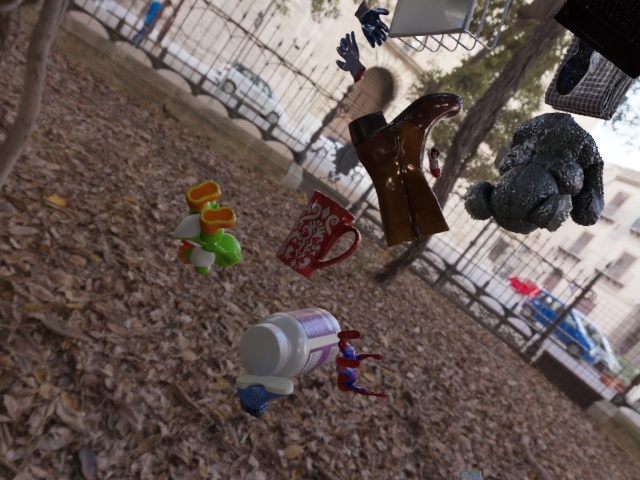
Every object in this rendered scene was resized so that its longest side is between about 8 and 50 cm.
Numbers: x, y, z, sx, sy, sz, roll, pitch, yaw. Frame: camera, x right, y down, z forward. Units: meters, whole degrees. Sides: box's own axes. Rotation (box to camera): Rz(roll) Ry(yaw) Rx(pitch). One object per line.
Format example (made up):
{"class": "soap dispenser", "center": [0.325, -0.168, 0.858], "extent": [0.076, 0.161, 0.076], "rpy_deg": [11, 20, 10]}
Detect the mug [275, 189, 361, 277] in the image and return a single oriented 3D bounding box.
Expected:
{"class": "mug", "center": [-0.008, -0.005, 1.018], "extent": [0.113, 0.169, 0.150], "rpy_deg": [36, -1, -34]}

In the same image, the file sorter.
{"class": "file sorter", "center": [0.374, -0.667, 1.375], "extent": [0.173, 0.193, 0.277], "rpy_deg": [11, 8, -42]}

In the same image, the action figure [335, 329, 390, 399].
{"class": "action figure", "center": [0.100, 0.285, 1.049], "extent": [0.138, 0.092, 0.280], "rpy_deg": [5, -28, 3]}

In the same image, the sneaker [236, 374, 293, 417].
{"class": "sneaker", "center": [-0.121, 0.351, 1.042], "extent": [0.152, 0.085, 0.058], "rpy_deg": [-4, 5, 29]}

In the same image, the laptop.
{"class": "laptop", "center": [0.600, -0.432, 0.937], "extent": [0.234, 0.136, 0.264], "rpy_deg": [42, -14, 6]}

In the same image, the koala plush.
{"class": "koala plush", "center": [0.364, -0.092, 0.811], "extent": [0.196, 0.221, 0.204], "rpy_deg": [20, -43, 41]}

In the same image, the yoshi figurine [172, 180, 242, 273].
{"class": "yoshi figurine", "center": [-0.324, -0.020, 1.469], "extent": [0.202, 0.362, 0.204], "rpy_deg": [22, 54, -2]}

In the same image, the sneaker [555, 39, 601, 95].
{"class": "sneaker", "center": [0.773, -0.519, 1.371], "extent": [0.081, 0.211, 0.080], "rpy_deg": [6, 30, -44]}

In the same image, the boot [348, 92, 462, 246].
{"class": "boot", "center": [0.219, -0.151, 0.984], "extent": [0.096, 0.263, 0.281], "rpy_deg": [150, -80, -73]}

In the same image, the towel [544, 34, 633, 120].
{"class": "towel", "center": [0.919, -0.567, 1.575], "extent": [0.121, 0.284, 0.235], "rpy_deg": [13, 16, -31]}

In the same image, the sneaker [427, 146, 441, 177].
{"class": "sneaker", "center": [0.435, -0.298, 1.782], "extent": [0.067, 0.042, 0.119], "rpy_deg": [53, 23, -84]}

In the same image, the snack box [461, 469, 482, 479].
{"class": "snack box", "center": [0.256, 0.473, 0.773], "extent": [0.037, 0.141, 0.100], "rpy_deg": [-4, 13, 13]}

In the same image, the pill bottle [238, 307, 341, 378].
{"class": "pill bottle", "center": [-0.078, 0.273, 1.254], "extent": [0.169, 0.169, 0.301], "rpy_deg": [42, 15, 24]}

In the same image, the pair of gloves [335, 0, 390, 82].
{"class": "pair of gloves", "center": [0.109, -0.522, 1.221], "extent": [0.023, 0.198, 0.159], "rpy_deg": [3, 51, -39]}

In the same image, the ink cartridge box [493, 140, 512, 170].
{"class": "ink cartridge box", "center": [0.779, -0.316, 1.782], "extent": [0.128, 0.176, 0.127], "rpy_deg": [61, -9, 24]}
